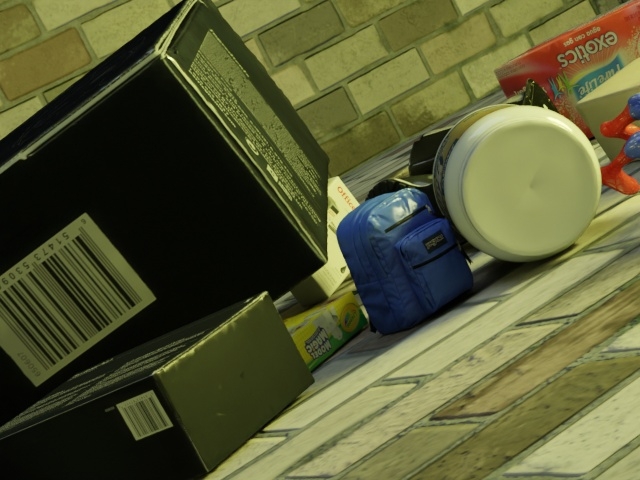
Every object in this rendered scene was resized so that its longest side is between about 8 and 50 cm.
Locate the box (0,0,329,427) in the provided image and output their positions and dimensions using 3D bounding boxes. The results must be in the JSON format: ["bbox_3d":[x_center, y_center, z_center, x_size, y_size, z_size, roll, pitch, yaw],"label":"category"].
[{"bbox_3d":[-0.257,-0.012,1.906,0.480,0.297,0.472,-36,14,10],"label":"box"}]

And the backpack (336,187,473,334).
[{"bbox_3d":[0.082,0.011,1.555,0.098,0.120,0.101,-31,6,-38],"label":"backpack"}]

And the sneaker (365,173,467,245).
[{"bbox_3d":[0.166,-0.036,1.863,0.124,0.107,0.283,-13,0,-34],"label":"sneaker"}]

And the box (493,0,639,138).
[{"bbox_3d":[0.409,-0.240,2.227,0.300,0.142,0.154,-23,7,40],"label":"box"}]

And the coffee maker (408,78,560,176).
[{"bbox_3d":[0.204,-0.104,2.076,0.178,0.120,0.171,-25,6,29],"label":"coffee maker"}]

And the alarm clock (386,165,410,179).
[{"bbox_3d":[0.158,-0.086,2.436,0.129,0.064,0.192,-26,3,15],"label":"alarm clock"}]

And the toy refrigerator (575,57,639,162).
[{"bbox_3d":[0.388,-0.151,1.758,0.102,0.094,0.269,-36,7,-16],"label":"toy refrigerator"}]

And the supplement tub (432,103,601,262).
[{"bbox_3d":[0.184,-0.056,1.558,0.144,0.144,0.200,-27,5,2],"label":"supplement tub"}]

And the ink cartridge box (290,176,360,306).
[{"bbox_3d":[0.000,0.000,2.054,0.056,0.099,0.135,-21,22,48],"label":"ink cartridge box"}]

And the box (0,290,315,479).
[{"bbox_3d":[-0.164,0.158,1.476,0.261,0.103,0.184,-24,9,36],"label":"box"}]

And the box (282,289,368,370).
[{"bbox_3d":[-0.028,0.105,1.641,0.105,0.043,0.179,-24,9,36],"label":"box"}]

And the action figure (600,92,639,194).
[{"bbox_3d":[0.372,-0.124,1.512,0.139,0.091,0.280,13,-24,-11],"label":"action figure"}]
